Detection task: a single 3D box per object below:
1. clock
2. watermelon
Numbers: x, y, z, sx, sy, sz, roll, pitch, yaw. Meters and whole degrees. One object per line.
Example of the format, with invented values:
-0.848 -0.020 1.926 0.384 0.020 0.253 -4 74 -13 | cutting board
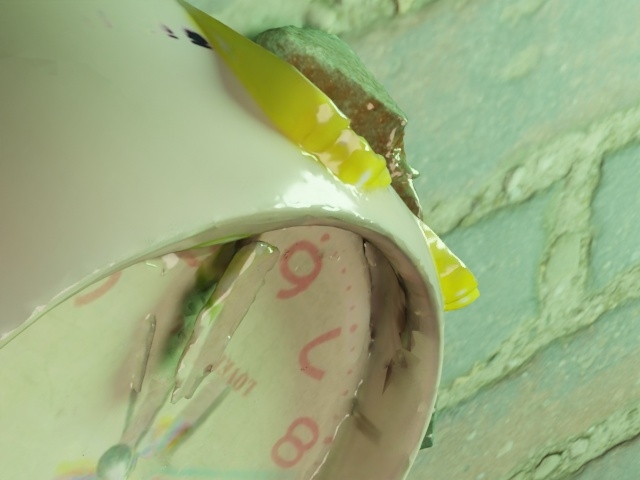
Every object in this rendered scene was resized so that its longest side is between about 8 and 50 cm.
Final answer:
-0.159 0.071 0.529 0.376 0.250 0.368 -49 145 -4 | clock
0.000 0.000 0.723 0.094 0.154 0.241 -17 123 -32 | watermelon
